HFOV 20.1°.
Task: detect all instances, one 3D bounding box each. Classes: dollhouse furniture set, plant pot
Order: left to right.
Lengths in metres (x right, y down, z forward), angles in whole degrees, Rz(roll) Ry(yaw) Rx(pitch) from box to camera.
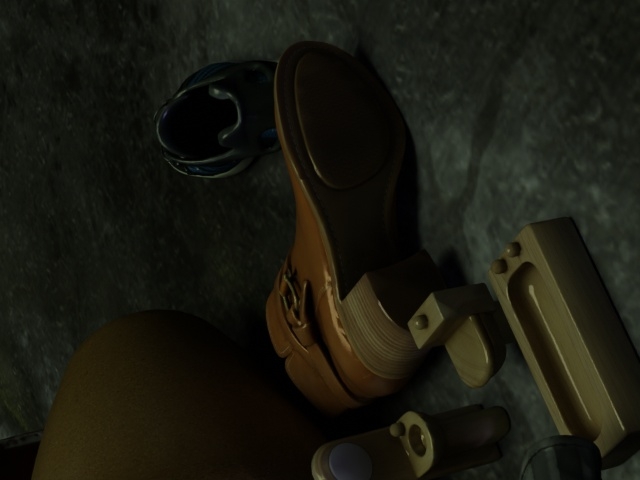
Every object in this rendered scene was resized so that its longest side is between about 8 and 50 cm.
[{"bbox_3d":[-0.085,0.160,1.115,0.254,0.237,0.237,-114,28,-52],"label":"plant pot"},{"bbox_3d":[0.067,0.094,0.883,0.144,0.123,0.151,67,150,22],"label":"dollhouse furniture set"}]

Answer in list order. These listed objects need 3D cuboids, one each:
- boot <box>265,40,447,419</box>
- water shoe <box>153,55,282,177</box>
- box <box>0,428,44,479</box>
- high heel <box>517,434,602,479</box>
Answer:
[{"bbox_3d":[0.000,0.000,1.037,0.152,0.073,0.197,128,129,-60],"label":"boot"},{"bbox_3d":[-0.072,-0.079,1.131,0.203,0.080,0.073,-15,86,62],"label":"water shoe"},{"bbox_3d":[-0.176,0.242,1.337,0.203,0.168,0.167,-49,57,55],"label":"box"},{"bbox_3d":[0.104,0.241,0.812,0.186,0.093,0.261,-92,2,-51],"label":"high heel"}]
